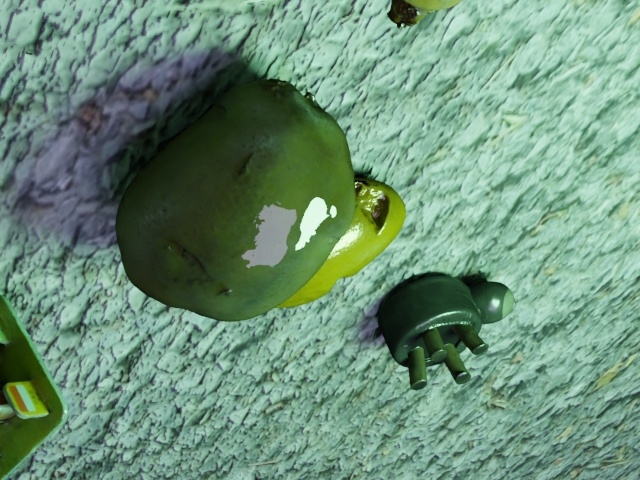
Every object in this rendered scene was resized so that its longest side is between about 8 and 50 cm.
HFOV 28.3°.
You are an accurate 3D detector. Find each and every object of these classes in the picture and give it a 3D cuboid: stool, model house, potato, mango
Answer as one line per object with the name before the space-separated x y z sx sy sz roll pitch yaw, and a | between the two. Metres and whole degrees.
stool | 0.202 0.137 2.023 0.228 0.139 0.153 -31 144 9
model house | -0.507 0.282 1.534 0.300 0.340 0.323 -43 159 25
potato | -0.098 -0.036 1.560 0.326 0.243 0.221 -38 -178 15
mango | 0.000 0.000 1.752 0.262 0.130 0.167 -29 147 -5

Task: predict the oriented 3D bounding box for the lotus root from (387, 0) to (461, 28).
lotus root | 0.151 -0.364 1.380 0.151 0.169 0.343 23 132 5
